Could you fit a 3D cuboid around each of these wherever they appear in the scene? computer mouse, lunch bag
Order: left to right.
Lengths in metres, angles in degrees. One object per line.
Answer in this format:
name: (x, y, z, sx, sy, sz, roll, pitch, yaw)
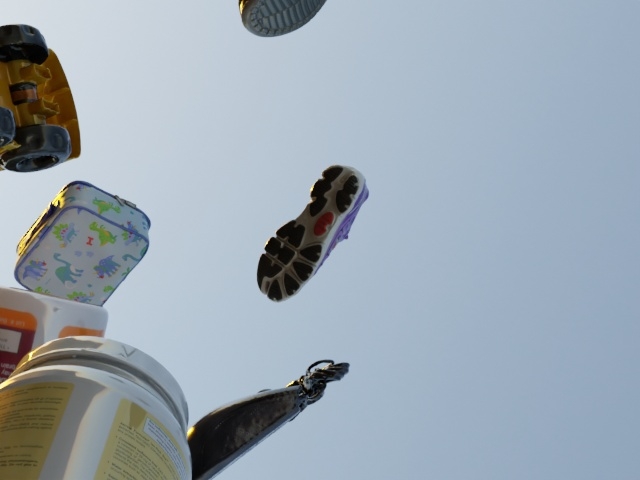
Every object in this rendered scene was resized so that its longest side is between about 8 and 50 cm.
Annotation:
lunch bag: (-0.400, 0.010, 1.901, 0.219, 0.176, 0.090, -46, -149, 29)
computer mouse: (-0.099, 0.234, 1.481, 0.072, 0.272, 0.188, 53, -33, 7)

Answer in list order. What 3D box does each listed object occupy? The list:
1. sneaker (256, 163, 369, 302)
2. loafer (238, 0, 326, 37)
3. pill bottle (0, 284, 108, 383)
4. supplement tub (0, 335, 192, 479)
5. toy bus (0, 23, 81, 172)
sneaker: (0.000, 0.000, 1.239, 0.068, 0.071, 0.170, 38, -91, 29)
loafer: (-0.025, -0.376, 1.577, 0.251, 0.094, 0.087, -42, -130, -19)
pill bottle: (-0.428, 0.258, 1.505, 0.224, 0.224, 0.392, 6, -98, 51)
supplement tub: (-0.259, 0.276, 1.126, 0.241, 0.241, 0.331, -47, -161, 30)
toy bus: (-0.393, -0.137, 1.197, 0.211, 0.220, 0.150, -18, -102, 17)
